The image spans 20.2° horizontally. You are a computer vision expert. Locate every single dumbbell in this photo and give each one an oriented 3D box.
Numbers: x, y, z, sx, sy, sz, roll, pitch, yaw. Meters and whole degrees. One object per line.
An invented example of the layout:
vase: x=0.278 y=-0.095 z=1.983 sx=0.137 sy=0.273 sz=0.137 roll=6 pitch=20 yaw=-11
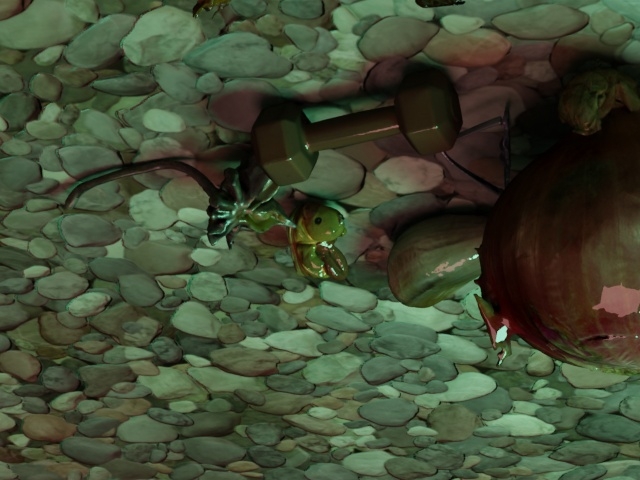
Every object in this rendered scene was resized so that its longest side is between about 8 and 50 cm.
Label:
dumbbell: x=0.040 y=-0.122 z=1.959 sx=0.230 sy=0.092 sz=0.082 roll=-12 pitch=117 yaw=21

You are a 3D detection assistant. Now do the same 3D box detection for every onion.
onion: x=0.331 y=0.013 z=1.940 sx=0.353 sy=0.354 sz=0.354 roll=2 pitch=147 yaw=1

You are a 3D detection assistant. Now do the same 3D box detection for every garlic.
garlic: x=0.144 y=0.020 z=2.179 sx=0.101 sy=0.087 sz=0.195 roll=12 pitch=145 yaw=-39

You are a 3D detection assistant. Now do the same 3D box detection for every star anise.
star anise: x=-0.158 y=-0.065 z=2.114 sx=0.227 sy=0.218 sz=0.148 roll=36 pitch=-179 yaw=26

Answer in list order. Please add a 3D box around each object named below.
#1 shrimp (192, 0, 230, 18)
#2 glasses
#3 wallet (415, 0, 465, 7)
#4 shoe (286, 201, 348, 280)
shrimp: x=-0.116 y=-0.273 z=1.772 sx=0.095 sy=0.045 sz=0.162 roll=15 pitch=147 yaw=-18
glasses: x=0.162 y=-0.096 z=2.011 sx=0.103 sy=0.063 sz=0.140 roll=1 pitch=146 yaw=5
wallet: x=0.119 y=-0.310 z=1.702 sx=0.132 sy=0.039 sz=0.243 roll=-9 pitch=145 yaw=17
shoe: x=0.001 y=0.000 z=2.167 sx=0.069 sy=0.072 sz=0.109 roll=16 pitch=116 yaw=21
